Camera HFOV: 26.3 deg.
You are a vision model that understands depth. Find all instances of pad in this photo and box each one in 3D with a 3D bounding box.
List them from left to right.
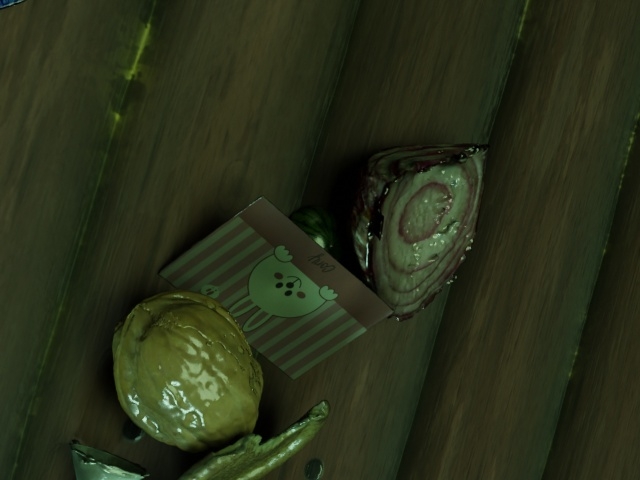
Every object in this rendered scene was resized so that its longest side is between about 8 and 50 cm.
[{"bbox_3d":[-0.060,0.076,1.987,0.202,0.005,0.300,-35,124,19],"label":"pad"}]

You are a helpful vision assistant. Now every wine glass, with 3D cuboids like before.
[{"bbox_3d":[-0.318,0.377,1.858,0.122,0.122,0.183,24,87,-35],"label":"wine glass"}]

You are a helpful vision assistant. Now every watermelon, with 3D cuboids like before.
[{"bbox_3d":[0.000,0.000,2.067,0.105,0.062,0.105,-2,92,-41],"label":"watermelon"}]

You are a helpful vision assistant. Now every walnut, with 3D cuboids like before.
[{"bbox_3d":[-0.184,0.178,1.875,0.198,0.198,0.245,-44,117,-24],"label":"walnut"}]

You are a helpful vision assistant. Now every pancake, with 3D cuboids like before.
[{"bbox_3d":[-0.105,0.310,1.926,0.286,0.288,0.033,-33,75,2],"label":"pancake"}]

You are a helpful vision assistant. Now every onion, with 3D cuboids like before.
[{"bbox_3d":[0.120,-0.019,2.111,0.314,0.146,0.280,-24,131,-50],"label":"onion"}]

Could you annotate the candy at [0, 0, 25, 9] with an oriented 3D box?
[{"bbox_3d":[-0.505,-0.293,1.670,0.312,0.061,0.088,-24,110,-31],"label":"candy"}]
